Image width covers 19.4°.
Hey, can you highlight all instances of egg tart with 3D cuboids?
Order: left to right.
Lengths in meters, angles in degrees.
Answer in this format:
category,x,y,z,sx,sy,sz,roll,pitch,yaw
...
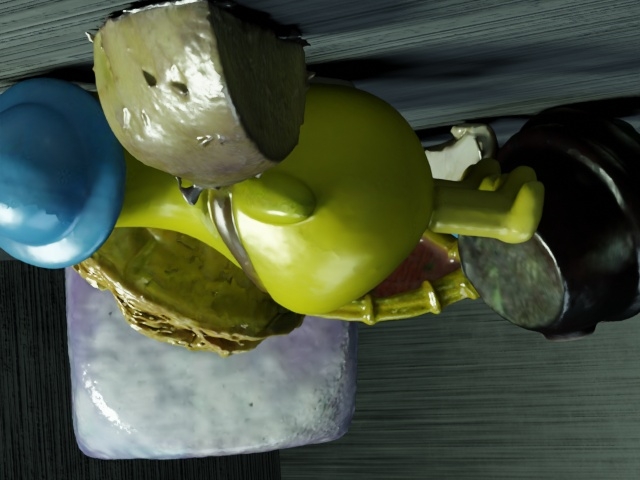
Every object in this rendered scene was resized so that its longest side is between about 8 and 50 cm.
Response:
category,x,y,z,sx,sy,sz,roll,pitch,yaw
egg tart,-0.082,-0.017,1.272,0.212,0.213,0.090,-2,137,-44

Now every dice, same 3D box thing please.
category,x,y,z,sx,sy,sz,roll,pitch,yaw
dice,-0.111,0.069,1.818,0.270,0.270,0.271,-3,178,-8

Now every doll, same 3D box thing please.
category,x,y,z,sx,sy,sz,roll,pitch,yaw
doll,-0.053,-0.032,1.135,0.363,0.145,0.199,5,-176,-18

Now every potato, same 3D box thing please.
category,x,y,z,sx,sy,sz,roll,pitch,yaw
potato,-0.066,-0.062,0.912,0.100,0.089,0.172,-2,180,11

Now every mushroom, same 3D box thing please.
category,x,y,z,sx,sy,sz,roll,pitch,yaw
mushroom,0.083,-0.055,1.563,0.209,0.072,0.094,-7,-176,44

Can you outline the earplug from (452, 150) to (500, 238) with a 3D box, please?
category,x,y,z,sx,sy,sz,roll,pitch,yaw
earplug,0.237,-0.032,1.812,0.272,0.132,0.132,0,177,-14

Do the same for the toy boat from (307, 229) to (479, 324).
category,x,y,z,sx,sy,sz,roll,pitch,yaw
toy boat,-0.003,0.003,1.638,0.317,0.141,0.099,16,149,0

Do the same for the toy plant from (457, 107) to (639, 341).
category,x,y,z,sx,sy,sz,roll,pitch,yaw
toy plant,0.232,-0.033,1.458,0.235,0.175,0.218,-34,-159,-29
